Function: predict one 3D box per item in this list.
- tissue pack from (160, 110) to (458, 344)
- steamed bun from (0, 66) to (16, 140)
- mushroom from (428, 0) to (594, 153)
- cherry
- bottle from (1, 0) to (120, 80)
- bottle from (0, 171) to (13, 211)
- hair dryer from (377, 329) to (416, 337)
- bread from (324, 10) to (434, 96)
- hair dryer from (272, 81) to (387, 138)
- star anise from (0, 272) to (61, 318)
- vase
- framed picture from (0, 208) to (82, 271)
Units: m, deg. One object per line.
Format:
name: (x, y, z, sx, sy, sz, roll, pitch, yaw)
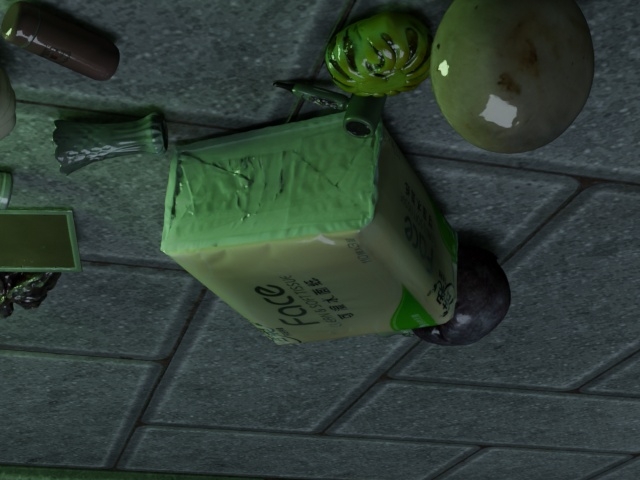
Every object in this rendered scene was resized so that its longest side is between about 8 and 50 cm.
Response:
tissue pack: (0.000, 0.000, 1.659, 0.331, 0.205, 0.405, -7, 153, 21)
steamed bun: (-0.469, -0.188, 1.361, 0.182, 0.106, 0.183, 1, 151, 0)
mushroom: (0.207, -0.208, 1.289, 0.207, 0.207, 0.215, 12, -175, -26)
cherry: (0.238, 0.097, 1.907, 0.195, 0.195, 0.195, -1, 154, -1)
bottle: (-0.311, -0.239, 1.319, 0.140, 0.053, 0.053, 22, 146, -38)
bottle: (-0.565, -0.091, 1.608, 0.217, 0.060, 0.060, 10, 152, -23)
hair dryer: (0.092, 0.131, 2.115, 0.267, 0.092, 0.229, 12, 160, 4)
bread: (0.074, -0.224, 1.353, 0.139, 0.071, 0.130, -7, 158, 12)
hair dryer: (0.009, -0.187, 1.448, 0.150, 0.071, 0.047, 15, 151, 5)
star anise: (-0.572, 0.079, 1.929, 0.231, 0.089, 0.209, -13, 147, -3)
vase: (-0.286, -0.138, 1.511, 0.148, 0.081, 0.081, -7, 154, 2)
framed picture: (-0.491, -0.001, 1.805, 0.183, 0.011, 0.142, 0, 133, -2)
